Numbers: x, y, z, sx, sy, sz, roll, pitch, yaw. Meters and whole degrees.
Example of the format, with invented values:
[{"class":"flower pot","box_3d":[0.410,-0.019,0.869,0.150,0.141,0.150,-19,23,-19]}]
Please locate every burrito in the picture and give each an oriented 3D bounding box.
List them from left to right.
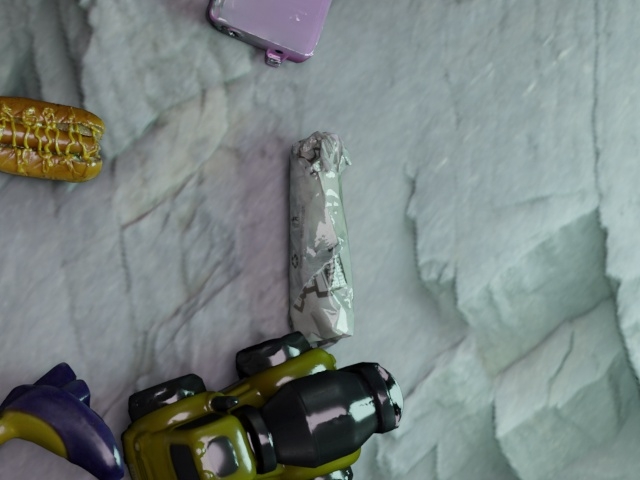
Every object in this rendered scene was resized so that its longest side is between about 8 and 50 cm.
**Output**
[{"class":"burrito","box_3d":[0.000,0.000,1.554,0.064,0.064,0.203,2,84,-17]}]

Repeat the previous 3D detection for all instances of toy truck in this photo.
[{"class":"toy truck","box_3d":[-0.050,0.168,1.457,0.224,0.165,0.147,-17,90,-27]}]

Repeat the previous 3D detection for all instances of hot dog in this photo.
[{"class":"hot dog","box_3d":[-0.274,-0.093,1.489,0.165,0.045,0.071,8,84,-17]}]

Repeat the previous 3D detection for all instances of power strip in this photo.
[{"class":"power strip","box_3d":[-0.021,-0.305,1.592,0.109,0.037,0.279,21,79,-14]}]

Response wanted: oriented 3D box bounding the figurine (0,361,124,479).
[{"class":"figurine","box_3d":[-0.353,0.243,1.373,0.193,0.154,0.421,46,72,-5]}]
